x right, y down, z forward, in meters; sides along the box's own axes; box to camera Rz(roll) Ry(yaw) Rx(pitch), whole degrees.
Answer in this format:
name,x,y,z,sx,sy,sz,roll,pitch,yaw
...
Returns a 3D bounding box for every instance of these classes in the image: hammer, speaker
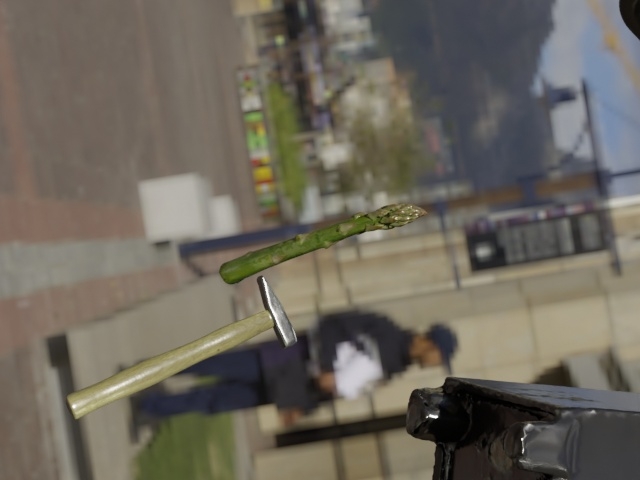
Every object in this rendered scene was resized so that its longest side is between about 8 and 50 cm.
name,x,y,z,sx,sy,sz,roll,pitch,yaw
hammer,-0.112,0.089,1.402,0.013,0.199,0.062,-19,-87,63
speaker,0.197,0.225,1.252,0.184,0.254,0.232,-177,-87,-68

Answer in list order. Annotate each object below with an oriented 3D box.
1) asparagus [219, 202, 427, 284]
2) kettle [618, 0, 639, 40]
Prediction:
name,x,y,z,sx,sy,sz,roll,pitch,yaw
asparagus,0.000,0.000,0.927,0.015,0.114,0.014,23,50,-66
kettle,0.384,-0.185,1.401,0.308,0.262,0.203,42,23,-23
